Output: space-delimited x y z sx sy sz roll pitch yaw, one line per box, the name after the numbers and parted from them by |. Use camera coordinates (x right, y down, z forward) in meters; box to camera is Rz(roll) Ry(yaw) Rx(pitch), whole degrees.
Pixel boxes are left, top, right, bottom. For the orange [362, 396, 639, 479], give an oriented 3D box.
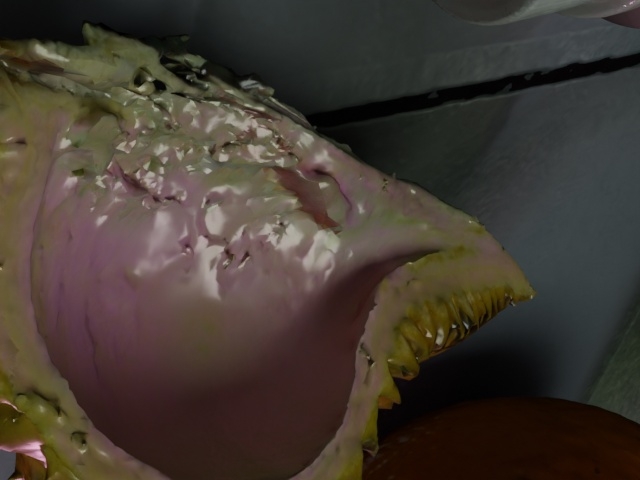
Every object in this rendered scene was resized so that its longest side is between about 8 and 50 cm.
0.125 0.315 0.784 0.424 0.326 0.423 -25 141 -22 | orange

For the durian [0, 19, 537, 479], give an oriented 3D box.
-0.066 0.045 0.474 0.196 0.185 0.305 -18 162 38 | durian

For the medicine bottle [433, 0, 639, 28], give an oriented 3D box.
0.152 -0.163 0.450 0.247 0.147 0.147 -20 140 -28 | medicine bottle

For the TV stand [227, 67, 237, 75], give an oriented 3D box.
0.000 0.000 0.571 0.042 0.036 0.249 -41 146 0 | TV stand
